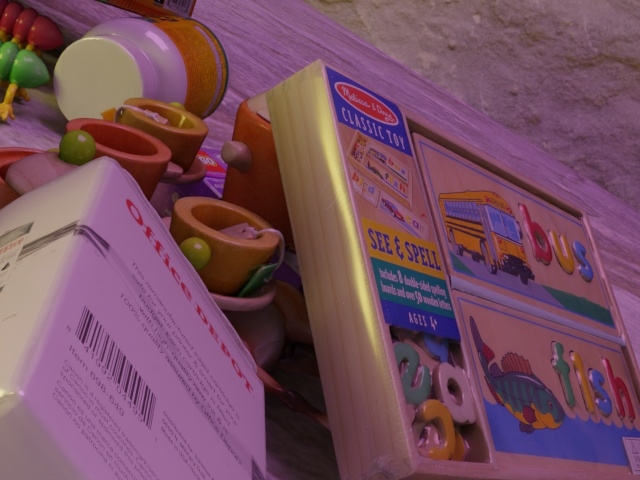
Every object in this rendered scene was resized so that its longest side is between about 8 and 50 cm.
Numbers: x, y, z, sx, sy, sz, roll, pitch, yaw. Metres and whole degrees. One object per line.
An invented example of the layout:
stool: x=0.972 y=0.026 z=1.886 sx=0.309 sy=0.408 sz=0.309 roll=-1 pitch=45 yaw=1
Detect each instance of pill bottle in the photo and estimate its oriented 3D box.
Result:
pill bottle: x=-0.171 y=-0.158 z=0.953 sx=0.118 sy=0.117 sz=0.208 roll=33 pitch=19 yaw=4

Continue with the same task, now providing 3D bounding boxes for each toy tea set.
toy tea set: x=-0.086 y=-0.059 z=0.655 sx=0.200 sy=0.124 sz=0.336 roll=22 pitch=20 yaw=3

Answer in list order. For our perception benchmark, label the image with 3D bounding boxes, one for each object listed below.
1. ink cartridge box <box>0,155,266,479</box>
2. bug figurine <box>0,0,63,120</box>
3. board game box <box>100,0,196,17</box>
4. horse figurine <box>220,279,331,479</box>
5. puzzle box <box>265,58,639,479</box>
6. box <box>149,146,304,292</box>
ink cartridge box: x=-0.095 y=0.078 z=0.415 sx=0.158 sy=0.092 sz=0.218 roll=60 pitch=10 yaw=-22
bug figurine: x=-0.341 y=-0.206 z=0.885 sx=0.216 sy=0.072 sz=0.279 roll=25 pitch=19 yaw=-18
board game box: x=-0.290 y=-0.450 z=0.971 sx=0.356 sy=0.356 sz=0.356 roll=21 pitch=9 yaw=7
horse figurine: x=-0.029 y=0.077 z=0.649 sx=0.174 sy=0.066 sz=0.263 roll=34 pitch=26 yaw=20
puzzle box: x=0.131 y=0.054 z=0.731 sx=0.409 sy=0.052 sz=0.272 roll=18 pitch=52 yaw=-49
box: x=0.000 y=0.000 z=0.911 sx=0.201 sy=0.057 sz=0.293 roll=43 pitch=22 yaw=31
